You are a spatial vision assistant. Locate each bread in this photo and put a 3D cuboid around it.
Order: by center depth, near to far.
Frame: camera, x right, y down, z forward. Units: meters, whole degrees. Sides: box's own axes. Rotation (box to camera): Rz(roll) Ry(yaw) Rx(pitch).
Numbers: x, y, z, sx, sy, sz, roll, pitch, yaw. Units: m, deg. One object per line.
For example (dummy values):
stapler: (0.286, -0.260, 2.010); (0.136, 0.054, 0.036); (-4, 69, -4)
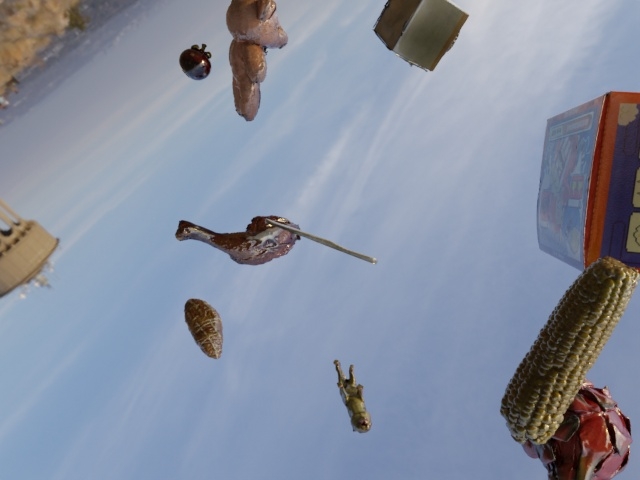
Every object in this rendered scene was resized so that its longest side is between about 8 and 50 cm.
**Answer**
bread: (-0.357, 0.259, 1.629); (0.105, 0.076, 0.233); (-17, -123, -25)

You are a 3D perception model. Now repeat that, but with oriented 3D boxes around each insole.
insole: (0.000, 0.000, 0.831); (0.063, 0.192, 0.010); (19, 92, -83)

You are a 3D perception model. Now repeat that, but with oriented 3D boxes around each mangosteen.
mangosteen: (-0.300, -0.430, 1.274); (0.081, 0.081, 0.081); (-28, -151, 17)

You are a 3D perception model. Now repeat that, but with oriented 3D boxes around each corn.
corn: (0.363, 0.170, 0.785); (0.097, 0.097, 0.320); (-118, -135, -62)

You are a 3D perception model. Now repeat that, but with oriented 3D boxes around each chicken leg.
chicken leg: (-0.214, -0.007, 1.517); (0.096, 0.407, 0.158); (-47, -123, 42)

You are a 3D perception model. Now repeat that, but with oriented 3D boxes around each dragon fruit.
dragon fruit: (0.533, 0.432, 1.122); (0.234, 0.234, 0.293); (-3, -135, 47)

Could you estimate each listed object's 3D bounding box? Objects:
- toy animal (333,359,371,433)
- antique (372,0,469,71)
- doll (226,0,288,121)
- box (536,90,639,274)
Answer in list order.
toy animal: (0.069, 0.362, 1.244); (0.057, 0.099, 0.241); (-13, -166, -7)
antique: (0.225, -0.484, 1.178); (0.152, 0.148, 0.146); (-57, -147, 31)
doll: (-0.155, -0.458, 1.323); (0.156, 0.303, 0.201); (-12, -148, -27)
box: (0.597, -0.099, 1.018); (0.257, 0.318, 0.349); (4, -172, 10)
